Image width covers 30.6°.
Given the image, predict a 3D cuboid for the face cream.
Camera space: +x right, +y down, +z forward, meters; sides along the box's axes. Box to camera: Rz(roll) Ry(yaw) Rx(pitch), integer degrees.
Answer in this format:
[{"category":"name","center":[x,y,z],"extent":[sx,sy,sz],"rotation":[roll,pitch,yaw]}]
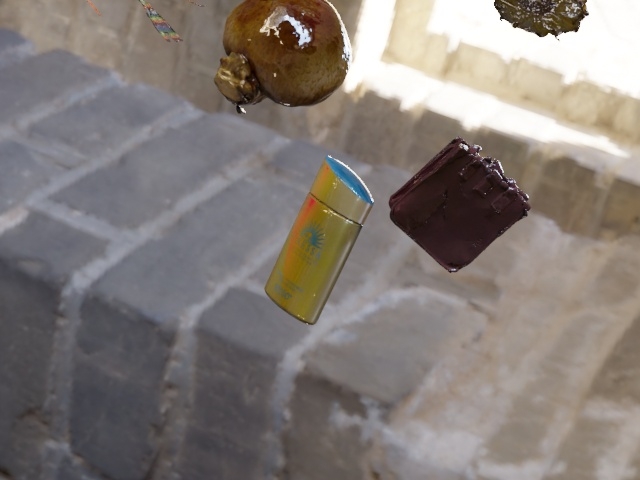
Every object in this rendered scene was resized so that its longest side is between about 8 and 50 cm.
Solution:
[{"category":"face cream","center":[0.000,0.000,2.131],"extent":[0.067,0.139,0.285],"rotation":[8,112,-51]}]

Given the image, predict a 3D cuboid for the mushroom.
[{"category":"mushroom","center":[-0.073,-0.360,2.208],"extent":[0.283,0.263,0.195],"rotation":[-48,167,-17]}]

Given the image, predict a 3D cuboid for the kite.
[{"category":"kite","center":[-0.225,-0.301,1.397],"extent":[0.198,0.244,0.006],"rotation":[-15,138,-37]}]

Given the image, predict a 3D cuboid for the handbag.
[{"category":"handbag","center":[0.258,-0.069,2.183],"extent":[0.216,0.203,0.074],"rotation":[-44,-155,19]}]

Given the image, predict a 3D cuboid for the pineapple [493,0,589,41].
[{"category":"pineapple","center":[0.404,-0.454,2.155],"extent":[0.047,0.221,0.221],"rotation":[-61,161,-22]}]
